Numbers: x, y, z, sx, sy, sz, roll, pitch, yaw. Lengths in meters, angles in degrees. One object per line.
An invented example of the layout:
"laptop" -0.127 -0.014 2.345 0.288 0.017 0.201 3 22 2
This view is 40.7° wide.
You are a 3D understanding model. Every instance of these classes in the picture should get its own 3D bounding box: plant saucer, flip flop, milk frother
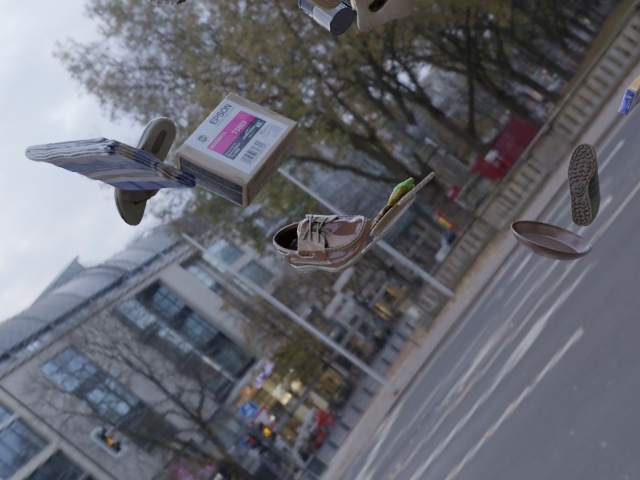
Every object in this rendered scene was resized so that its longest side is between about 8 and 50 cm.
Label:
"plant saucer" 0.551 0.004 2.073 0.198 0.198 0.036 -41 -33 -64
"flip flop" -0.406 -0.166 2.065 0.112 0.080 0.277 43 -114 -56
"milk frother" 0.032 -0.643 2.277 0.129 0.135 0.143 -33 -31 -24

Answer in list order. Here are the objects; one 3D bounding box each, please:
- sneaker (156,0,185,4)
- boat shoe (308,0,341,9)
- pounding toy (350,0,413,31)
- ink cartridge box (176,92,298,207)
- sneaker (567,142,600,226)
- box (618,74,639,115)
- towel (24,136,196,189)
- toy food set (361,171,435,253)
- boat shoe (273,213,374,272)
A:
"sneaker" -0.404 -0.621 1.993 0.106 0.234 0.078 -61 35 26
"boat shoe" -0.042 -0.716 2.093 0.121 0.341 0.110 -50 24 -26
"pounding toy" 0.058 -0.431 1.336 0.269 0.154 0.155 70 -157 -51
"ink cartridge box" -0.190 -0.212 1.989 0.234 0.193 0.088 -55 -16 -33
"sneaker" 0.619 -0.127 2.014 0.086 0.064 0.192 3 -92 -60
"box" 0.781 -0.369 2.121 0.136 0.028 0.081 -41 -27 -24
"towel" -0.396 -0.138 1.653 0.285 0.209 0.034 23 -112 -63
"toy food set" 0.133 -0.059 1.639 0.132 0.038 0.192 -40 -10 -38
"boat shoe" 0.000 0.000 1.937 0.324 0.116 0.123 -19 44 52
